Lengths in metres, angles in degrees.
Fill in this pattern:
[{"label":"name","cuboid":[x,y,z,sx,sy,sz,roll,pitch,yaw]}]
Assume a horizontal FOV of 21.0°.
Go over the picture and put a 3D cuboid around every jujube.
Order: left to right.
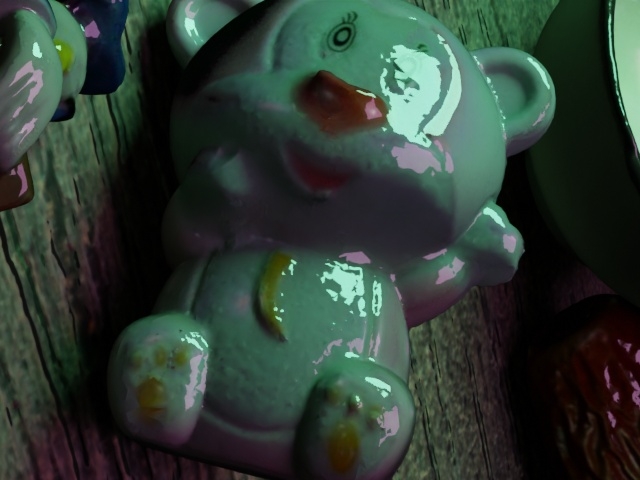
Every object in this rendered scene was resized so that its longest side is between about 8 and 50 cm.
[{"label":"jujube","cuboid":[0.268,0.165,1.440,0.255,0.190,0.190,53,47,-15]}]

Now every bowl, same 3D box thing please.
[{"label":"bowl","cuboid":[0.291,-0.078,1.413,0.354,0.185,0.354,17,62,-34]}]

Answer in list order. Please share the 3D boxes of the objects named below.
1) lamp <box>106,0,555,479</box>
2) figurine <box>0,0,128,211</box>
[{"label":"lamp","cuboid":[0.000,0.000,1.062,0.247,0.247,0.301,67,37,-76]},{"label":"figurine","cuboid":[-0.175,-0.125,0.828,0.338,0.204,0.283,31,37,-62]}]
